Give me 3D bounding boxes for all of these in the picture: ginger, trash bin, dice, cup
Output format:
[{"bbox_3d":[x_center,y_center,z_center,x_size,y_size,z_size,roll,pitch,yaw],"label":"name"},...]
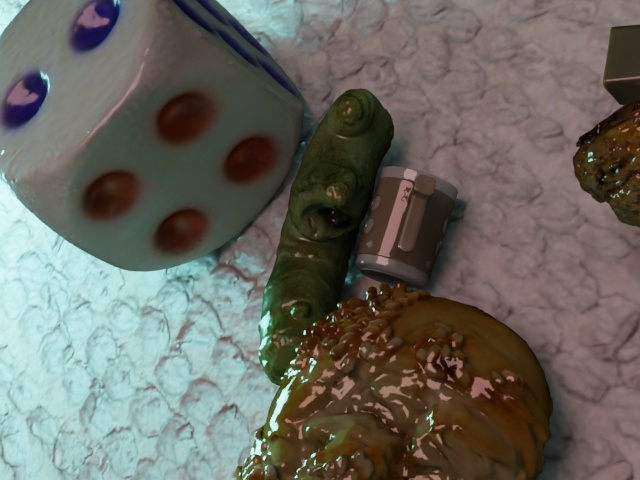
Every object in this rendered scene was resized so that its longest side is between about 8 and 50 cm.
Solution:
[{"bbox_3d":[0.000,-0.005,1.251,0.290,0.089,0.137,-70,16,-4],"label":"ginger"},{"bbox_3d":[0.297,-0.154,1.141,0.092,0.043,0.061,-1,68,35],"label":"trash bin"},{"bbox_3d":[-0.182,-0.132,1.371,0.251,0.259,0.243,-46,50,10],"label":"dice"},{"bbox_3d":[0.085,-0.010,1.210,0.102,0.074,0.099,-1,68,61],"label":"cup"}]

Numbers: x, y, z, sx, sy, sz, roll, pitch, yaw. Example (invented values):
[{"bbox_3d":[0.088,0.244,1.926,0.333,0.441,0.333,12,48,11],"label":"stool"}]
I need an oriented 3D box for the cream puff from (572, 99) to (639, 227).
[{"bbox_3d":[0.300,-0.031,1.015,0.183,0.183,0.169,-25,80,27],"label":"cream puff"}]

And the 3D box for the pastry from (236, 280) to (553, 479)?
[{"bbox_3d":[0.047,0.182,1.095,0.255,0.162,0.311,20,81,45],"label":"pastry"}]
